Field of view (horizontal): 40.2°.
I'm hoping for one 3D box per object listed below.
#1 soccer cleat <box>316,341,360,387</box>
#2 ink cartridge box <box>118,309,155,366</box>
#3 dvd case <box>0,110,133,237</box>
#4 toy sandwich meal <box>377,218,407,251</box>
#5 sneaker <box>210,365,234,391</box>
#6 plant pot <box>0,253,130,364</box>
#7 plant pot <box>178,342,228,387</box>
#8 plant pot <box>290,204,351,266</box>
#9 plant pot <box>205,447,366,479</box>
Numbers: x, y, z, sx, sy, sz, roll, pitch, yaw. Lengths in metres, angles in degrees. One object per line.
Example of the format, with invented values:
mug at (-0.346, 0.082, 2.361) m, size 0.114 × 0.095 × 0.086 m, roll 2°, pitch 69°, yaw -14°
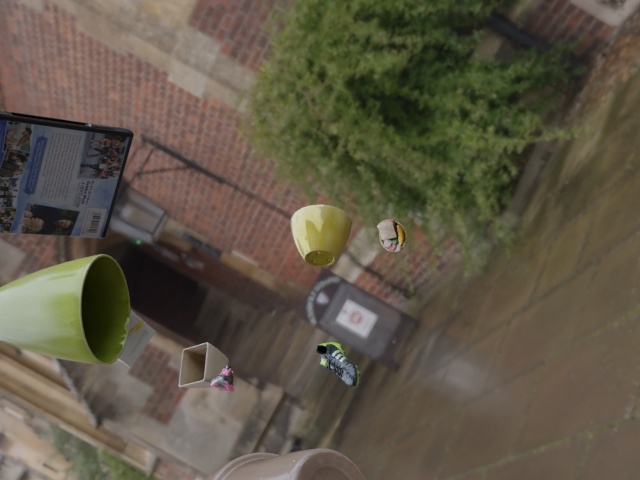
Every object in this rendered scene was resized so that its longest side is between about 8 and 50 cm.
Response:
soccer cleat at (0.041, 0.306, 2.139) m, size 0.179 × 0.072 × 0.060 m, roll -131°, pitch 48°, yaw -59°
ink cartridge box at (-0.573, 0.244, 2.423) m, size 0.127 × 0.128 × 0.176 m, roll -57°, pitch -37°, yaw -16°
dvd case at (-0.407, -0.092, 1.261) m, size 0.022 × 0.253 × 0.180 m, roll 40°, pitch 117°, yaw 44°
toy sandwich meal at (0.173, -0.012, 2.135) m, size 0.029 × 0.085 × 0.086 m, roll -13°, pitch -42°, yaw -55°
sneaker at (-0.219, 0.312, 1.997) m, size 0.119 × 0.047 × 0.057 m, roll 87°, pitch -167°, yaw -76°
plant pot at (-0.672, 0.178, 2.198) m, size 0.275 × 0.293 × 0.275 m, roll -3°, pitch -90°, yaw -78°
plant pot at (-0.315, 0.356, 2.423) m, size 0.109 × 0.096 × 0.109 m, roll -20°, pitch 56°, yaw 39°
plant pot at (0.000, 0.000, 1.884) m, size 0.134 × 0.134 × 0.095 m, roll 121°, pitch 157°, yaw -51°
plant pot at (-0.039, 0.434, 1.365) m, size 0.229 × 0.263 × 0.263 m, roll -41°, pitch 14°, yaw 41°
